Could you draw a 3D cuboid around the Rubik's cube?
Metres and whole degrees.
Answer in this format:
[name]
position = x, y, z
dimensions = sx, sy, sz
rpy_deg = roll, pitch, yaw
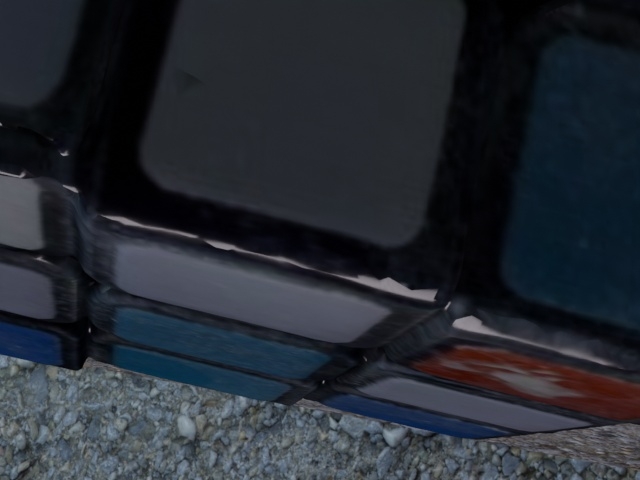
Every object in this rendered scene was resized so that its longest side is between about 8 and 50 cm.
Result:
[Rubik's cube]
position = -0.006, -0.115, 0.576
dimensions = 0.359, 0.363, 0.362
rpy_deg = 15, 164, -3
